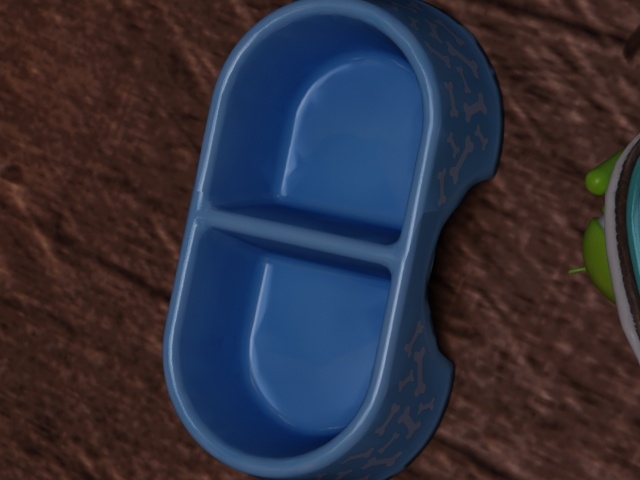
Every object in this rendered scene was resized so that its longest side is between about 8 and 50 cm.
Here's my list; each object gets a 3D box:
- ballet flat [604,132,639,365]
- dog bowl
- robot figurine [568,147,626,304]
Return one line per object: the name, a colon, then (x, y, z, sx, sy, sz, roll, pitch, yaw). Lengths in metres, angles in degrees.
ballet flat: (0.270, 0.116, 0.804, 0.139, 0.139, 0.400, -41, 72, 15)
dog bowl: (0.000, 0.000, 0.958, 0.166, 0.074, 0.297, 12, 92, 23)
robot figurine: (0.185, -0.009, 0.884, 0.101, 0.067, 0.115, 45, 104, 12)
